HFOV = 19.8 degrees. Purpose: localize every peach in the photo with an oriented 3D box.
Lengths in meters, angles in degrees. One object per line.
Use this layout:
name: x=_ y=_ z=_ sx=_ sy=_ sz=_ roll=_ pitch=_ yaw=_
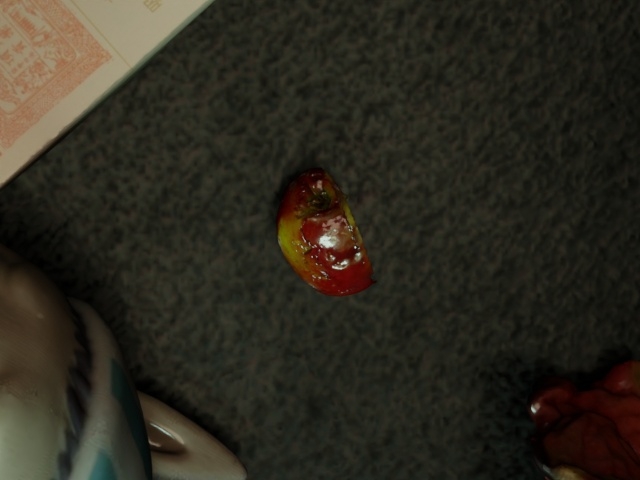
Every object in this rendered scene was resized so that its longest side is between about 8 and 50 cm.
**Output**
peach: x=0.000 y=0.000 z=1.173 sx=0.050 sy=0.077 sz=0.083 roll=-30 pitch=143 yaw=-6

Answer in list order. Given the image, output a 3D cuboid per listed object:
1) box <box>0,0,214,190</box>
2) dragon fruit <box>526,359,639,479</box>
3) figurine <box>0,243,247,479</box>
box: x=-0.178 y=-0.138 z=1.130 sx=0.201 sy=0.058 sz=0.141 roll=-40 pitch=100 yaw=1
dragon fruit: x=0.254 y=0.237 z=1.132 sx=0.228 sy=0.286 sz=0.329 roll=-6 pitch=90 yaw=-1
figurine: x=-0.221 y=0.184 z=1.071 sx=0.377 sy=0.266 sz=0.361 roll=26 pitch=100 yaw=-8
